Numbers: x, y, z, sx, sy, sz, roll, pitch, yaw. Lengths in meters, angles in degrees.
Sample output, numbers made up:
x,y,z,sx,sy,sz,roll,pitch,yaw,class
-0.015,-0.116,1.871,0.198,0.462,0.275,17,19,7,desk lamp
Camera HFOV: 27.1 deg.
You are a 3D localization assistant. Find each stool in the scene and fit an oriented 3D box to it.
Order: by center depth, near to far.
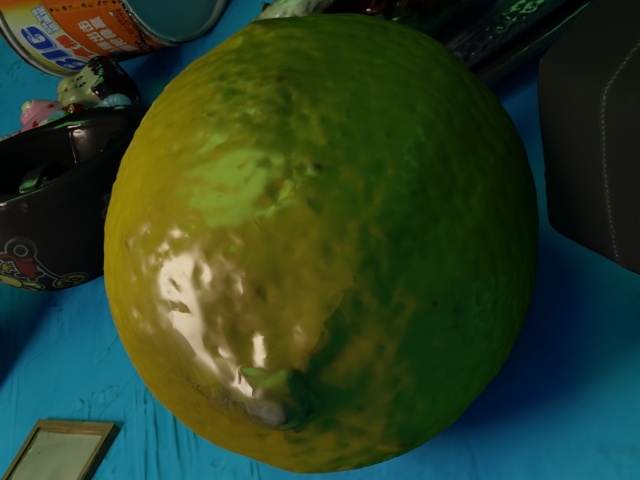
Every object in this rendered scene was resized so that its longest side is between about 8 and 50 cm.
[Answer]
x,y,z,sx,sy,sz,roll,pitch,yaw,class
0.257,-0.071,0.836,0.232,0.232,0.141,-46,33,-5,stool

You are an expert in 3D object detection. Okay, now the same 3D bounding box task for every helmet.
x,y,z,sx,sy,sz,roll,pitch,yaw,class
-0.279,-0.038,1.461,0.230,0.160,0.279,-3,23,33,helmet

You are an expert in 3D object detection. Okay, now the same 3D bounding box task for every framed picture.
x,y,z,sx,sy,sz,roll,pitch,yaw,class
-0.279,0.255,1.248,0.136,0.010,0.201,-6,46,47,framed picture

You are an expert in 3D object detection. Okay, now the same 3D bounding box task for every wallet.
x,y,z,sx,sy,sz,roll,pitch,yaw,class
0.133,-0.197,1.275,0.342,0.075,0.237,-35,25,17,wallet

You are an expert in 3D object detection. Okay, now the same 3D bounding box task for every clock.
x,y,z,sx,sy,sz,roll,pitch,yaw,class
-0.310,-0.136,1.687,0.195,0.100,0.194,-44,34,3,clock

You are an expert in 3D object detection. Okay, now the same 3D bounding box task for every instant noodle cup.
x,y,z,sx,sy,sz,roll,pitch,yaw,class
-0.271,-0.363,1.766,0.214,0.296,0.296,1,51,39,instant noodle cup

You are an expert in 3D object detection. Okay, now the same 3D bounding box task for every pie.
x,y,z,sx,sy,sz,roll,pitch,yaw,class
0.019,-0.192,1.151,0.257,0.105,0.274,-25,2,11,pie

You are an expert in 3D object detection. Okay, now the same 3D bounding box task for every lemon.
x,y,z,sx,sy,sz,roll,pitch,yaw,class
0.000,-0.002,0.952,0.336,0.336,0.336,-29,33,22,lemon

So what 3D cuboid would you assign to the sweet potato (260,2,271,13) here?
x,y,z,sx,sy,sz,roll,pitch,yaw,class
-0.049,-0.204,1.510,0.057,0.057,0.264,-32,36,17,sweet potato
